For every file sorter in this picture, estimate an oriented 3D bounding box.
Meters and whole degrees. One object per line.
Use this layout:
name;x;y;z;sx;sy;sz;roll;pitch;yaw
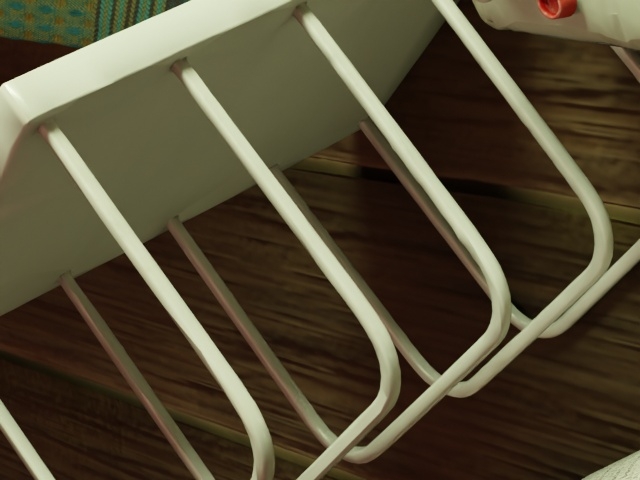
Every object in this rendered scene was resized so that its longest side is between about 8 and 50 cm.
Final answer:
file sorter;0.000;0.000;0.849;0.173;0.277;0.193;53;145;11

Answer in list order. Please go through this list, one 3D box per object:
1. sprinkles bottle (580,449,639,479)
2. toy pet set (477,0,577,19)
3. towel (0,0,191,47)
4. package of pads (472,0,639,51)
sprinkles bottle;0.165;0.138;0.843;0.121;0.121;0.355;60;146;7
toy pet set;0.057;-0.139;0.684;0.114;0.065;0.122;54;146;13
towel;-0.190;-0.187;0.928;0.271;0.370;0.040;113;160;-57
package of pads;0.137;-0.206;0.683;0.229;0.101;0.297;16;123;48
